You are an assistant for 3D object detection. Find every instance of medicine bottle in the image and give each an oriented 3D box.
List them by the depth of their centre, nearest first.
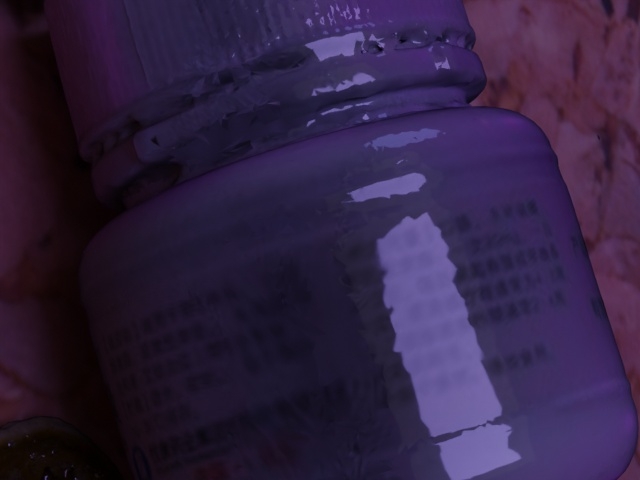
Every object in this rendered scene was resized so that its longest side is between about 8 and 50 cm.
[{"bbox_3d":[0.000,0.000,0.983,0.256,0.256,0.324,-13,82,-40],"label":"medicine bottle"}]

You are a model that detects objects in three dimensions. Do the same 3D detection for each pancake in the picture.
[{"bbox_3d":[-0.144,0.167,0.982,0.158,0.028,0.158,8,78,-41],"label":"pancake"}]
